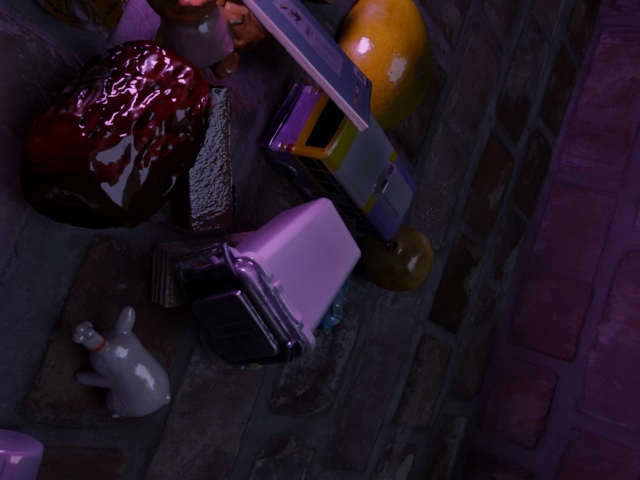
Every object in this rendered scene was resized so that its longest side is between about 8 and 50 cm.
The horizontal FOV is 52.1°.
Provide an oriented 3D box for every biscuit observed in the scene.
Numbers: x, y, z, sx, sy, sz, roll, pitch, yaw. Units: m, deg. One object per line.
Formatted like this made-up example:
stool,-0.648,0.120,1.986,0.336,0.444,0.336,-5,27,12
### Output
biscuit,-0.210,0.057,1.550,0.426,0.079,0.143,-11,111,-50
biscuit,-0.165,-0.514,1.440,0.260,0.041,0.202,-6,107,-50

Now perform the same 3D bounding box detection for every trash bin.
trash bin,-0.098,0.062,1.426,0.296,0.256,0.367,57,45,-15

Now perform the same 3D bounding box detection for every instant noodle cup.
instant noodle cup,-0.374,-0.473,1.049,0.215,0.216,0.172,57,49,-46

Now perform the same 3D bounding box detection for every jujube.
jujube,-0.346,-0.180,1.145,0.376,0.258,0.258,-55,140,-18

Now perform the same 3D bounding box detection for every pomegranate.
pomegranate,0.236,0.053,2.035,0.233,0.233,0.233,-23,120,-48

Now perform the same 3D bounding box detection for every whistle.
whistle,0.017,0.121,1.761,0.186,0.093,0.273,27,53,-39

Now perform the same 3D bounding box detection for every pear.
pear,0.203,-0.487,1.813,0.340,0.191,0.386,-1,103,-53

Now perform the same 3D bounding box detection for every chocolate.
chocolate,-0.258,-0.166,1.390,0.112,0.112,0.321,-17,116,-41

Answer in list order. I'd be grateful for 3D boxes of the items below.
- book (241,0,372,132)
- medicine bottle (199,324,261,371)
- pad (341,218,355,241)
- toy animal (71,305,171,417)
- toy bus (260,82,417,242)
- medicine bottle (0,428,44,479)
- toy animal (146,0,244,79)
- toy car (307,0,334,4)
book,-0.021,-0.417,1.377,0.379,0.031,0.264,44,27,-20
medicine bottle,-0.197,0.226,1.574,0.147,0.143,0.147,-20,118,-45
pad,0.000,0.000,1.707,0.006,0.188,0.113,20,70,-72
toy animal,-0.409,0.233,1.313,0.140,0.138,0.282,-55,133,-37
toy bus,0.073,-0.185,1.697,0.440,0.249,0.209,47,64,-49
medicine bottle,-0.574,0.433,1.153,0.135,0.135,0.168,23,84,-54
toy animal,-0.244,-0.435,1.224,0.196,0.169,0.281,-23,154,-10
toy car,-0.052,-0.633,1.498,0.257,0.101,0.124,4,102,-55
